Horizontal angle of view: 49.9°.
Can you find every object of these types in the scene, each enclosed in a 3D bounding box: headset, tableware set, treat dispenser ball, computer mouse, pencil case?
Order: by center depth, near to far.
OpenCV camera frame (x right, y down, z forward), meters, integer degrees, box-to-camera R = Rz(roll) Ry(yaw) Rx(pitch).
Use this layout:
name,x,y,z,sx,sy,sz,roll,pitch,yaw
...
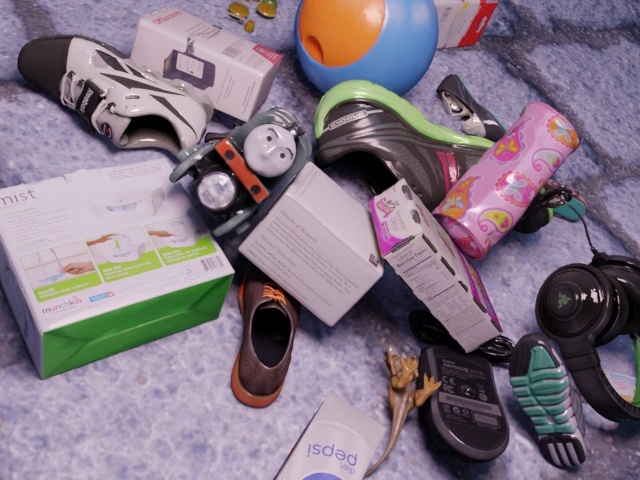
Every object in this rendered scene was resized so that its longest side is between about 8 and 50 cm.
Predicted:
name,x,y,z,sx,sy,sz,roll,pitch,yaw
computer mouse,0.211,0.230,1.030,0.188,0.072,0.272,19,35,-5
headset,0.435,0.102,1.136,0.243,0.185,0.394,-8,79,-42
pencil case,0.310,-0.099,1.151,0.124,0.124,0.284,39,76,12
treat dispenser ball,0.091,-0.414,1.372,0.288,0.288,0.288,12,48,-14
tableware set,-0.151,-0.516,1.540,0.104,0.024,0.154,22,45,-9

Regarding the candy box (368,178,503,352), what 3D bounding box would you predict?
name,x,y,z,sx,sy,sz,roll,pitch,yaw
candy box,0.173,0.039,1.042,0.233,0.071,0.159,48,18,-27

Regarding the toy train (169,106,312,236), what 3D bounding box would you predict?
name,x,y,z,sx,sy,sz,roll,pitch,yaw
toy train,-0.104,-0.117,1.027,0.142,0.190,0.334,52,4,-8

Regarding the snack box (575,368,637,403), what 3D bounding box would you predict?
name,x,y,z,sx,sy,sz,roll,pitch,yaw
snack box,0.513,0.258,1.160,0.178,0.022,0.064,16,47,-10

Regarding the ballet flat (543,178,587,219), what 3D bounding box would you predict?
name,x,y,z,sx,sy,sz,roll,pitch,yaw
ballet flat,0.445,-0.107,1.418,0.221,0.077,0.079,20,28,-13

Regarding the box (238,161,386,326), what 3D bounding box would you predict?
name,x,y,z,sx,sy,sz,roll,pitch,yaw
box,0.000,0.000,1.031,0.182,0.119,0.181,41,22,-6

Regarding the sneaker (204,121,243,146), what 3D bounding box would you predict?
name,x,y,z,sx,sy,sz,roll,pitch,yaw
sneaker,-0.121,-0.184,1.236,0.188,0.067,0.078,-14,62,-30

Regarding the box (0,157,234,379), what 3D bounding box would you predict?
name,x,y,z,sx,sy,sz,roll,pitch,yaw
box,-0.292,0.024,0.944,0.262,0.127,0.231,-18,60,-34

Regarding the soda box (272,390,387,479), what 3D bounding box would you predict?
name,x,y,z,sx,sy,sz,roll,pitch,yaw
soda box,-0.027,0.326,0.821,0.091,0.098,0.286,33,46,6

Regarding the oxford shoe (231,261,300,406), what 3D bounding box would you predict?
name,x,y,z,sx,sy,sz,roll,pitch,yaw
oxford shoe,-0.066,0.099,0.995,0.097,0.098,0.271,12,48,-13

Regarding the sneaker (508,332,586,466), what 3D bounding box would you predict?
name,x,y,z,sx,sy,sz,roll,pitch,yaw
sneaker,0.344,0.224,1.033,0.098,0.083,0.224,-44,118,-53

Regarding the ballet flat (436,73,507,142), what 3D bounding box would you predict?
name,x,y,z,sx,sy,sz,roll,pitch,yaw
ballet flat,0.326,-0.278,1.515,0.074,0.074,0.203,-24,70,-36

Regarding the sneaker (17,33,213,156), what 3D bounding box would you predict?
name,x,y,z,sx,sy,sz,roll,pitch,yaw
sneaker,-0.351,-0.233,1.141,0.330,0.122,0.146,17,45,-8

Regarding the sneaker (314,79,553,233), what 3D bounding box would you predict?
name,x,y,z,sx,sy,sz,roll,pitch,yaw
sneaker,0.199,-0.112,1.272,0.482,0.185,0.202,23,77,-9

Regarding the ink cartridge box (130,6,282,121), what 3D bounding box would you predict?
name,x,y,z,sx,sy,sz,roll,pitch,yaw
ink cartridge box,-0.209,-0.330,1.272,0.237,0.100,0.172,23,27,-3

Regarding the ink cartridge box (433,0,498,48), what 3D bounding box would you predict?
name,x,y,z,sx,sy,sz,roll,pitch,yaw
ink cartridge box,0.310,-0.547,1.684,0.231,0.134,0.078,-15,58,-33

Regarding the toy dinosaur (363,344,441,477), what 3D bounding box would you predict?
name,x,y,z,sx,sy,sz,roll,pitch,yaw
toy dinosaur,0.116,0.229,0.971,0.064,0.112,0.211,23,39,-5
